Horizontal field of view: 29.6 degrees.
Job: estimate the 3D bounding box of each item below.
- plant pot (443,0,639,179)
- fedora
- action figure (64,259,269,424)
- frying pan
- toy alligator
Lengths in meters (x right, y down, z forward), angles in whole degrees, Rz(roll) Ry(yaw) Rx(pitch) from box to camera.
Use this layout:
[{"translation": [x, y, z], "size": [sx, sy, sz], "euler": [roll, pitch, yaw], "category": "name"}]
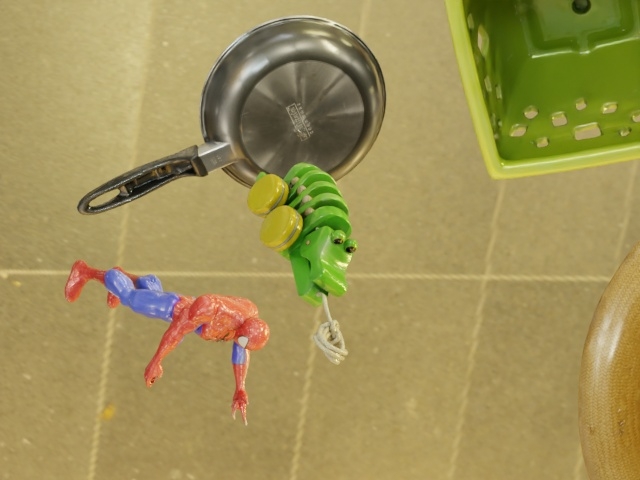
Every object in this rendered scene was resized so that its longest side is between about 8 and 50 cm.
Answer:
[{"translation": [0.260, -0.218, 1.231], "size": [0.207, 0.227, 0.228], "euler": [-74, 151, -57], "category": "plant pot"}, {"translation": [0.204, 0.069, 0.623], "size": [0.194, 0.079, 0.194], "euler": [-1, 94, -13], "category": "fedora"}, {"translation": [-0.158, 0.106, 1.263], "size": [0.091, 0.280, 0.139], "euler": [10, 89, -46], "category": "action figure"}, {"translation": [-0.086, -0.122, 1.218], "size": [0.326, 0.053, 0.197], "euler": [-7, 119, -14], "category": "frying pan"}, {"translation": [0.000, 0.000, 0.759], "size": [0.051, 0.189, 0.056], "euler": [-44, 126, 14], "category": "toy alligator"}]
